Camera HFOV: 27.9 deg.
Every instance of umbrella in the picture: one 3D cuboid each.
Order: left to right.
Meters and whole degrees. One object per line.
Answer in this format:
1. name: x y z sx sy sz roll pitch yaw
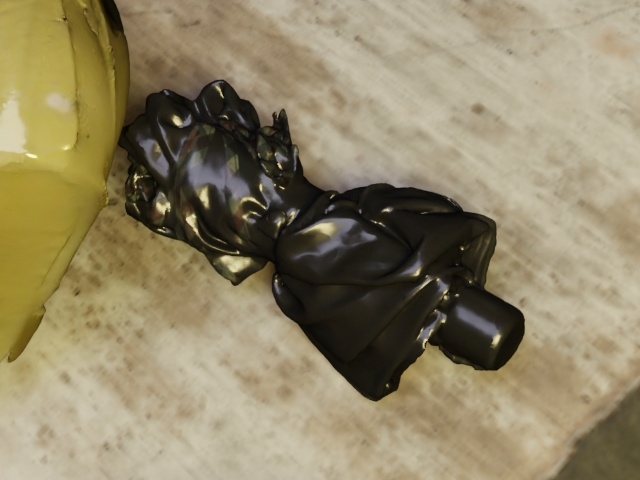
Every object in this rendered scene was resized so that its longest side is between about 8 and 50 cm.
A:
1. umbrella: -0.001 0.000 0.782 0.272 0.110 0.122 31 76 21

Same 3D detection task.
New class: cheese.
1. cheese: -0.217 -0.087 0.822 0.259 0.128 0.316 -43 39 33
